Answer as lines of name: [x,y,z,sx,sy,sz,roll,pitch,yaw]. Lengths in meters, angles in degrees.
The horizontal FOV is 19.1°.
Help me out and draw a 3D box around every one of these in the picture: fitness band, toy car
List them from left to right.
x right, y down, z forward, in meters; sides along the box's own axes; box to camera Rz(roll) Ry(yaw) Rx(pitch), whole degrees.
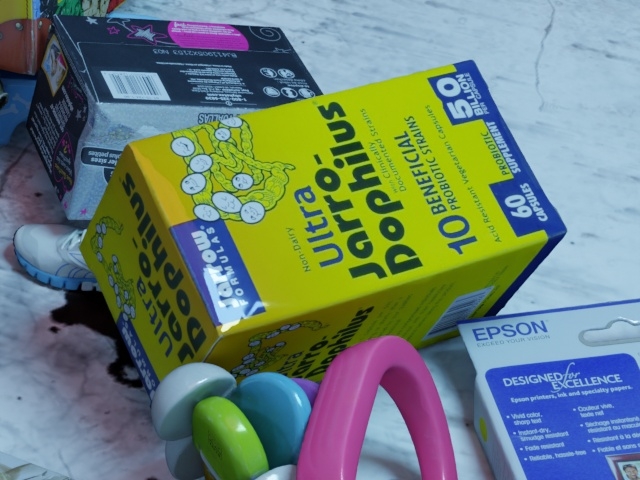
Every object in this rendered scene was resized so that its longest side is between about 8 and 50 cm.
toy car: [-0.044,0.171,1.532,0.136,0.182,0.159,-32,62,-13]
fitness band: [0.058,0.204,1.505,0.054,0.209,0.291,-22,27,25]

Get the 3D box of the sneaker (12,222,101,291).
sneaker: [-0.201,0.008,1.785,0.191,0.083,0.071,17,44,14]

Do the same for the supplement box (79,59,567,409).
supplement box: [0.000,0.000,1.680,0.356,0.195,0.194,-16,68,-28]

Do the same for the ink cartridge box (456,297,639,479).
ink cartridge box: [0.299,0.179,1.666,0.304,0.072,0.307,-6,40,-11]

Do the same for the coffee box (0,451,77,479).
coffee box: [-0.297,0.239,1.499,0.246,0.098,0.141,18,42,13]

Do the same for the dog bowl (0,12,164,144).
dog bowl: [-0.263,-0.175,1.991,0.297,0.074,0.166,4,41,-3]

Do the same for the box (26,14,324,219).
box: [-0.138,-0.113,1.848,0.247,0.142,0.163,0,38,-27]

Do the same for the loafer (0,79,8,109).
loafer: [-0.375,-0.063,1.842,0.087,0.094,0.251,37,61,-3]

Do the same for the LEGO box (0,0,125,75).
LEGO box: [-0.447,-0.368,2.014,0.500,0.193,0.372,12,30,16]
